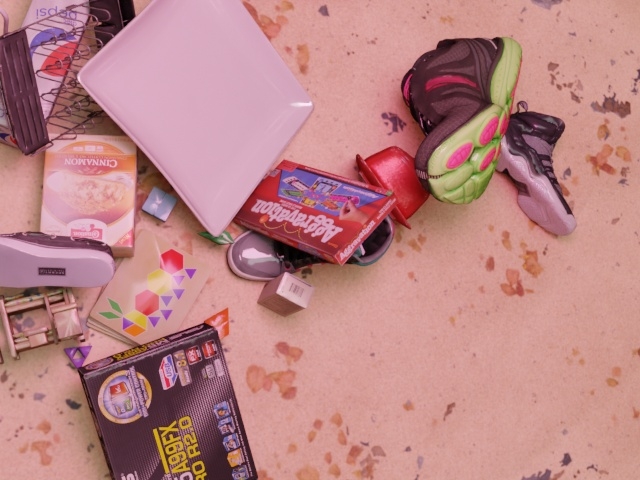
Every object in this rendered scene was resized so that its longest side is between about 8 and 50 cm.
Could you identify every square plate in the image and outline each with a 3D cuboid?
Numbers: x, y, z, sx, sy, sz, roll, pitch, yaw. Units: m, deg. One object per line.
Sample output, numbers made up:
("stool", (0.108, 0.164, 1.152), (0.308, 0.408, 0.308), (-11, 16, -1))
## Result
("square plate", (-0.196, -0.242, 1.525), (0.347, 0.049, 0.344), (51, 56, -27))

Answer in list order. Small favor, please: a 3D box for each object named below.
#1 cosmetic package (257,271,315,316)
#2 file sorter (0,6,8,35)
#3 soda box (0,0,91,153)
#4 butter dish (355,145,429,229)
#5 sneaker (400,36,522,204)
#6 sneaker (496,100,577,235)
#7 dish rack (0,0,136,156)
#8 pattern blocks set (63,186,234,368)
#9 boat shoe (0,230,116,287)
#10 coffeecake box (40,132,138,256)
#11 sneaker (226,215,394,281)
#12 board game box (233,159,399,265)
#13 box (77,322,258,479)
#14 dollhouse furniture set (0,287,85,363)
("cosmetic package", (-0.059, 0.092, 1.542), (0.060, 0.115, 0.041), (29, 70, -14))
("file sorter", (-0.618, -0.255, 1.372), (0.193, 0.173, 0.278), (31, 71, -12))
("soda box", (-0.451, -0.291, 1.483), (0.091, 0.098, 0.286), (22, 72, -16))
("butter dish", (0.144, -0.112, 1.624), (0.118, 0.160, 0.160), (-36, 93, 2))
("sneaker", (0.229, -0.221, 1.623), (0.202, 0.185, 0.483), (13, 35, 12))
("sneaker", (0.435, -0.148, 1.781), (0.153, 0.101, 0.268), (-40, 92, -20))
("dish rack", (-0.379, -0.254, 1.409), (0.271, 0.074, 0.208), (-47, 138, -52))
("pattern blocks set", (-0.280, 0.089, 1.497), (0.285, 0.026, 0.325), (38, 74, -3))
("boat shoe", (-0.420, 0.018, 1.365), (0.228, 0.076, 0.080), (3, 123, -13))
("coffeecake box", (-0.366, -0.071, 1.465), (0.142, 0.068, 0.185), (1, 74, -8))
("sneaker", (0.000, 0.000, 1.547), (0.295, 0.178, 0.124), (-11, 83, -20))
("board game box", (-0.017, -0.052, 1.501), (0.145, 0.281, 0.027), (-49, 130, -18))
("box", (-0.234, 0.290, 1.433), (0.216, 0.060, 0.270), (-18, 101, -24))
("dollhouse furniture set", (-0.451, 0.118, 1.356), (0.182, 0.161, 0.101), (-14, 82, -16))
